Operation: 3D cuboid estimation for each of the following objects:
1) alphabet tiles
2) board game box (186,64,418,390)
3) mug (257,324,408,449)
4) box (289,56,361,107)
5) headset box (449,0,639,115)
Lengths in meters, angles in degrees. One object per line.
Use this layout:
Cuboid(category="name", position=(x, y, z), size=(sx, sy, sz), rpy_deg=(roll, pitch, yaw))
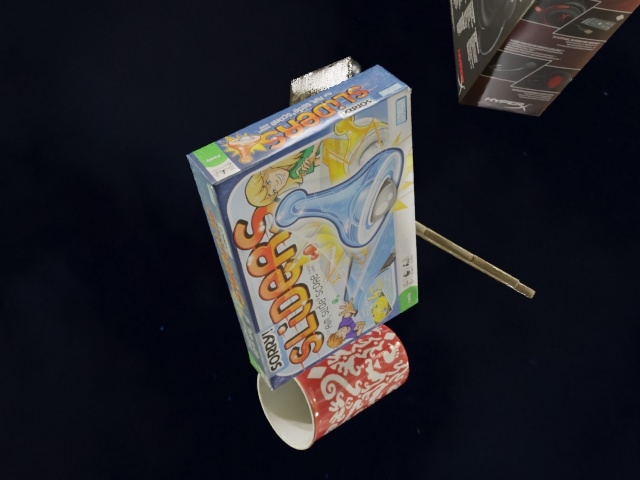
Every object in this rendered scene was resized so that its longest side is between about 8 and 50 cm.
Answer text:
Cuboid(category="alphabet tiles", position=(0.087, -0.028, 0.880), size=(0.285, 0.342, 0.011), rpy_deg=(29, -86, -16))
Cuboid(category="board game box", position=(0.000, 0.000, 0.506), size=(0.136, 0.035, 0.201), rpy_deg=(-29, -42, -17))
Cuboid(category="mug", position=(0.019, 0.157, 0.946), size=(0.169, 0.113, 0.150), rpy_deg=(-19, -71, -35))
Cuboid(category="box", position=(0.003, -0.110, 0.657), size=(0.067, 0.083, 0.018), rpy_deg=(-15, -27, 35))
Cuboid(category="headset box", position=(0.244, -0.306, 0.799), size=(0.110, 0.218, 0.293), rpy_deg=(6, -26, -13))
